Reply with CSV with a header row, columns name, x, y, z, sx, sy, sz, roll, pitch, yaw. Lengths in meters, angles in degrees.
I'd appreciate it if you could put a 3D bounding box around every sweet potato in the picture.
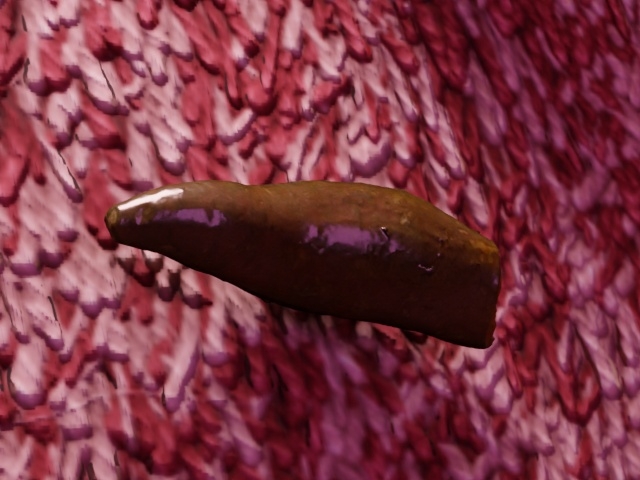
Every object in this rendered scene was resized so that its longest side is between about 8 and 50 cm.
name,x,y,z,sx,sy,sz,roll,pitch,yaw
sweet potato,0.000,0.000,1.013,0.243,0.077,0.077,17,57,-29
